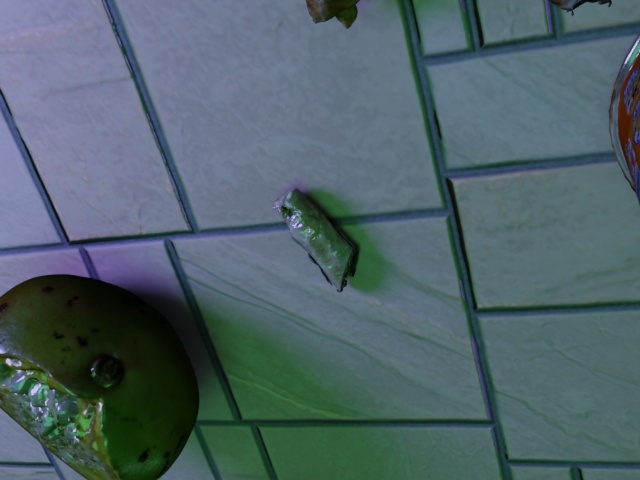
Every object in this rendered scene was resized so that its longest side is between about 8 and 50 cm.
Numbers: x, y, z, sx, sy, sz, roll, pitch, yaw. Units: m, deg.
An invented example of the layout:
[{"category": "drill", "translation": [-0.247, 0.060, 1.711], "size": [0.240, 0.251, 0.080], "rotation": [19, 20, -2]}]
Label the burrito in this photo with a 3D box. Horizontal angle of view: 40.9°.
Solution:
[{"category": "burrito", "translation": [0.000, 0.000, 1.019], "size": [0.055, 0.041, 0.149], "rotation": [-19, 117, 43]}]

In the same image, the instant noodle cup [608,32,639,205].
[{"category": "instant noodle cup", "translation": [0.394, -0.071, 0.728], "size": [0.296, 0.214, 0.296], "rotation": [9, 124, 13]}]

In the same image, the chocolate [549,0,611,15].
[{"category": "chocolate", "translation": [0.254, -0.287, 0.682], "size": [0.093, 0.148, 0.214], "rotation": [45, 123, 9]}]

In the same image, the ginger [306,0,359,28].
[{"category": "ginger", "translation": [0.084, -0.331, 0.760], "size": [0.166, 0.080, 0.333], "rotation": [37, 120, -24]}]

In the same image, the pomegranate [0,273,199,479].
[{"category": "pomegranate", "translation": [-0.308, 0.177, 1.153], "size": [0.309, 0.216, 0.358], "rotation": [41, 155, -9]}]
